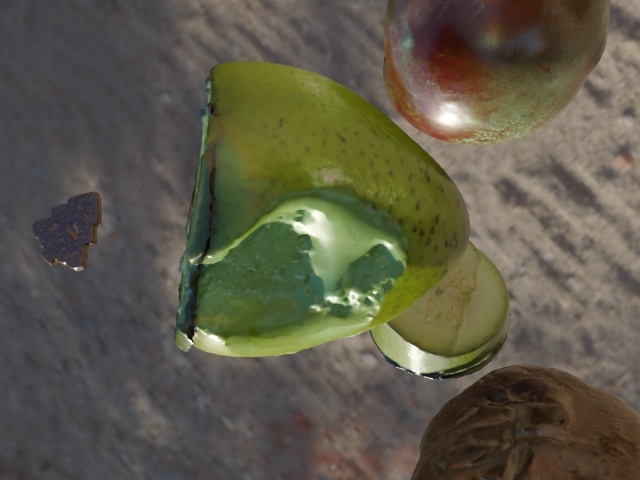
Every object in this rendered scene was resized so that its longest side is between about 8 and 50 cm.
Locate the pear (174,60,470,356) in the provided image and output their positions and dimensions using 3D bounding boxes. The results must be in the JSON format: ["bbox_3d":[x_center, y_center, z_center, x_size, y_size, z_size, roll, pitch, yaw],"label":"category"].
[{"bbox_3d":[0.000,0.000,1.206,0.159,0.293,0.292,-104,7,-45],"label":"pear"}]

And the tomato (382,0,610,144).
[{"bbox_3d":[0.188,-0.228,1.436,0.223,0.270,0.270,15,139,14],"label":"tomato"}]

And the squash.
[{"bbox_3d":[0.171,0.079,1.952,0.220,0.220,0.133,37,154,19],"label":"squash"}]

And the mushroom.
[{"bbox_3d":[0.211,0.237,1.414,0.278,0.278,0.146,23,144,36],"label":"mushroom"}]

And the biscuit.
[{"bbox_3d":[-0.262,-0.014,1.449,0.082,0.092,0.016,34,178,25],"label":"biscuit"}]
